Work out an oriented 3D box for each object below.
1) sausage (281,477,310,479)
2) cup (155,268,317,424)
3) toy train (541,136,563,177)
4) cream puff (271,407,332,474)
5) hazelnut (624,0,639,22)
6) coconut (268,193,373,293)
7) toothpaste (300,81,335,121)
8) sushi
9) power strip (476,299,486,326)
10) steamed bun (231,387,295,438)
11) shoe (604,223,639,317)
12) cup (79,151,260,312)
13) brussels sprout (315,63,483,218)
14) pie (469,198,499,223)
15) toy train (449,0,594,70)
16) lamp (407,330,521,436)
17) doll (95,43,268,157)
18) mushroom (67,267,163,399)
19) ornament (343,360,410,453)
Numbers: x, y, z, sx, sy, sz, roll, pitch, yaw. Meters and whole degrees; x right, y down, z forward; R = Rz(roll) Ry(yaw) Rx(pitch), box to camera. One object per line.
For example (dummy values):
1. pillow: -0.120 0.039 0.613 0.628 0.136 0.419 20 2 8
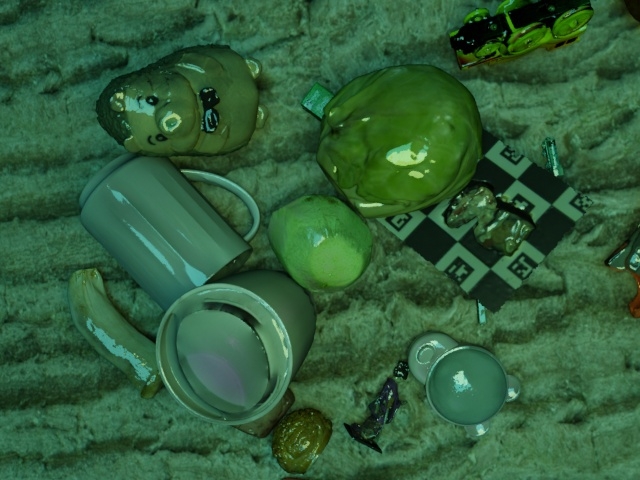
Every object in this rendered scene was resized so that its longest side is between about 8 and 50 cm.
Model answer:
1. sausage: 0.020 0.582 1.281 0.253 0.034 0.034 6 92 8
2. cup: -0.142 0.187 1.116 0.253 0.371 0.254 1 95 10
3. toy train: 0.503 -0.179 1.198 0.029 0.045 0.092 -11 92 5
4. cream puff: -0.046 0.440 1.227 0.115 0.150 0.165 37 138 12
5. hazelnut: 0.701 -0.530 1.123 0.170 0.161 0.202 -15 127 19
6. coconut: 0.000 0.000 1.191 0.235 0.236 0.205 3 118 7
7. toothpaste: 0.078 -0.250 1.248 0.266 0.050 0.065 38 94 5
8. sushi: 0.318 -0.063 1.168 0.373 0.100 0.296 41 90 26
9. power strip: 0.358 0.152 1.233 0.017 0.027 0.083 -6 92 7
10. steamed bun: -0.156 0.356 1.268 0.175 0.106 0.145 35 90 -8
11. shoe: 0.678 0.015 1.144 0.170 0.132 0.337 -5 96 11
12. cup: -0.313 -0.044 1.229 0.327 0.237 0.322 46 67 4
13. brussels sprout: 0.162 -0.193 1.082 0.327 0.247 0.328 -14 51 18
14. pie: 0.394 -0.031 1.202 0.193 0.079 0.163 -46 73 7
15. toy train: 0.413 -0.437 1.149 0.296 0.160 0.101 -17 80 5
16. lamp: 0.300 0.301 1.203 0.246 0.108 0.179 39 91 5
17. doll: -0.278 -0.281 1.150 0.349 0.247 0.248 -19 88 -34
18. mushroom: -0.487 0.219 1.314 0.122 0.095 0.351 -39 87 -13
19. ornament: 0.150 0.370 1.242 0.081 0.088 0.203 39 84 -14
